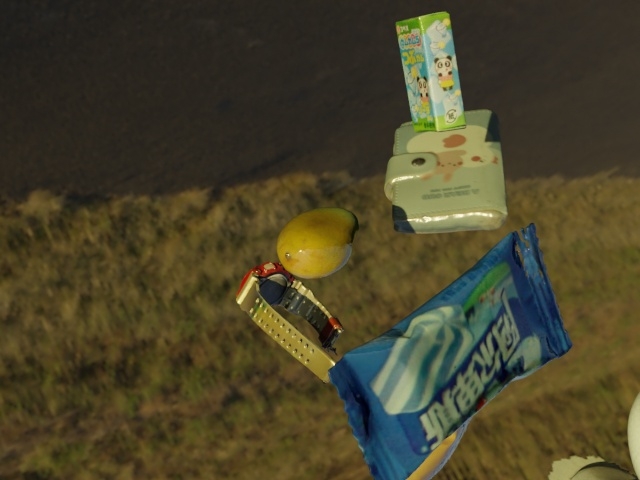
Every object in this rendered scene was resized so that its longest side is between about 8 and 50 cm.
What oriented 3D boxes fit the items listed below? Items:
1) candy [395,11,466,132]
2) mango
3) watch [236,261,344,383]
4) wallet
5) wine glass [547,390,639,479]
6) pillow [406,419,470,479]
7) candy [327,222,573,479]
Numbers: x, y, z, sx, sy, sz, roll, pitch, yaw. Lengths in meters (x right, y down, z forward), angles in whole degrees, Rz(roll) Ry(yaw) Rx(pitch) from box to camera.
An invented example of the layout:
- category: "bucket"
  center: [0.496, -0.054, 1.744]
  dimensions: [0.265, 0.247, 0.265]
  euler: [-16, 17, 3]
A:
- category: "candy"
  center: [0.185, -0.278, 1.867]
  dimensions: [0.062, 0.194, 0.097]
  euler: [-13, -170, -18]
- category: "mango"
  center: [0.000, 0.000, 1.925]
  dimensions: [0.195, 0.130, 0.091]
  euler: [-33, 138, -46]
- category: "watch"
  center: [-0.033, 0.145, 1.944]
  dimensions: [0.165, 0.268, 0.102]
  euler: [1, 124, -56]
- category: "wallet"
  center: [0.260, -0.139, 2.344]
  dimensions: [0.252, 0.360, 0.083]
  euler: [-7, 129, 12]
- category: "wine glass"
  center: [0.461, 0.273, 1.374]
  dimensions: [0.238, 0.238, 0.323]
  euler: [-12, 145, -44]
- category: "pillow"
  center: [0.200, 0.288, 1.913]
  dimensions: [0.312, 0.119, 0.310]
  euler: [-67, 167, 8]
- category: "candy"
  center: [0.163, 0.136, 1.318]
  dimensions: [0.331, 0.187, 0.077]
  euler: [-33, -158, -26]
